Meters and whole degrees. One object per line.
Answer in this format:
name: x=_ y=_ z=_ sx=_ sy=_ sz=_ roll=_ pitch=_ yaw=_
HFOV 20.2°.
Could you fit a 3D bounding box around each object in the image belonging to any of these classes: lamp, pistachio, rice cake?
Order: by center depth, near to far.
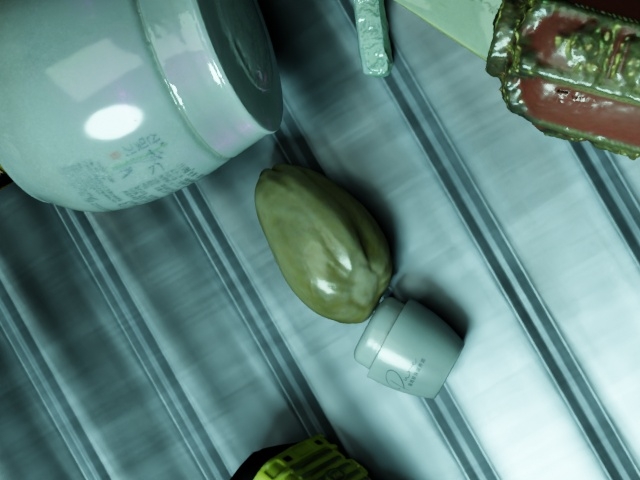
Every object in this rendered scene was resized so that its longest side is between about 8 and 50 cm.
lamp: x=0.288 y=-0.160 z=1.621 sx=0.274 sy=0.177 sz=0.177 roll=17 pitch=104 yaw=3
rice cake: x=0.044 y=-0.265 z=1.784 sx=0.033 sy=0.033 sz=0.208 roll=-7 pitch=95 yaw=11
pistachio: x=0.000 y=0.000 z=1.810 sx=0.108 sy=0.126 sz=0.185 roll=-30 pitch=82 yaw=-21

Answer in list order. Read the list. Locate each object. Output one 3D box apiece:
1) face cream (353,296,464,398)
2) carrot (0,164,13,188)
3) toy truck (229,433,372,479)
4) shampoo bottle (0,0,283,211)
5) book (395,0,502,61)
face cream: x=0.089 y=0.108 z=1.797 sx=0.095 sy=0.091 sz=0.091 roll=29 pitch=107 yaw=6
carrot: x=-0.366 y=-0.077 z=1.949 sx=0.228 sy=0.069 sz=0.069 roll=-28 pitch=88 yaw=24
toy truck: x=-0.048 y=0.416 z=1.849 sx=0.254 sy=0.180 sz=0.405 roll=31 pitch=108 yaw=15
shampoo bottle: x=-0.189 y=-0.175 z=1.757 sx=0.266 sy=0.273 sz=0.273 roll=-21 pitch=91 yaw=14
book: x=0.214 y=-0.304 z=1.718 sx=0.201 sy=0.026 sz=0.289 roll=35 pitch=109 yaw=12
